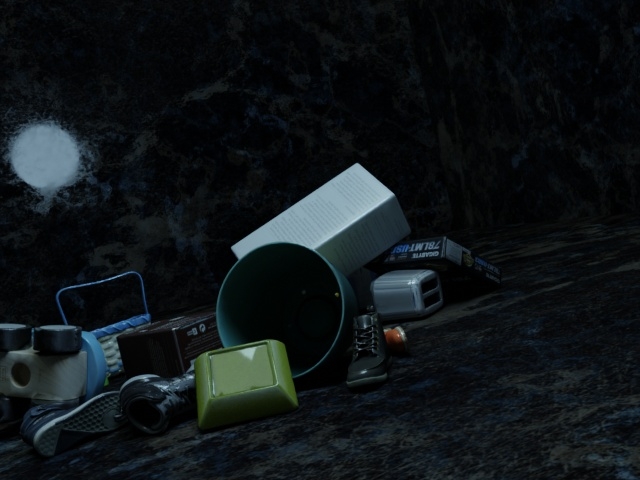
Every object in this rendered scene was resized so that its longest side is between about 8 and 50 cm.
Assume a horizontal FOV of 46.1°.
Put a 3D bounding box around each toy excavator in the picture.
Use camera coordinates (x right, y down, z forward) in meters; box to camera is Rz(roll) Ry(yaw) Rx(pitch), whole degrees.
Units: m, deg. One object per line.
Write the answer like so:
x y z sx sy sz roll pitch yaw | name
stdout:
-0.691 0.312 1.931 0.433 0.222 0.445 1 -2 19 | toy excavator

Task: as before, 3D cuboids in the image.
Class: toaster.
0.237 0.147 2.057 0.147 0.129 0.227 -8 2 33 | toaster

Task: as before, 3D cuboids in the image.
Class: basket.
-0.630 0.256 2.237 0.255 0.288 0.201 -13 3 -26 | basket

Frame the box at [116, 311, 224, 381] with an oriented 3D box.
-0.343 0.276 1.790 0.203 0.167 0.168 -11 4 34 | box

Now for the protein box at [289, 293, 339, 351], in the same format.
-0.028 0.212 1.914 0.201 0.135 0.200 -13 2 14 | protein box

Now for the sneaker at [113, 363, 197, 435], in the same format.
-0.280 0.319 1.506 0.269 0.101 0.153 -11 11 -1 | sneaker

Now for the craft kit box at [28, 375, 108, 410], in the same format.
-0.763 0.418 2.087 0.247 0.060 0.250 -6 7 42 | craft kit box

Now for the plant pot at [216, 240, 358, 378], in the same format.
-0.048 0.165 1.670 0.293 0.292 0.235 -12 -14 18 | plant pot

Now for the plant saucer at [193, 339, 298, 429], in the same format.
-0.150 0.262 1.449 0.188 0.045 0.188 -11 36 -6 | plant saucer

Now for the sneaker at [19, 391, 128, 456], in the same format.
-0.514 0.370 1.579 0.226 0.086 0.163 -17 8 -38 | sneaker

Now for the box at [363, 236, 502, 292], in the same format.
0.327 0.080 2.197 0.296 0.073 0.293 -8 -27 43 | box

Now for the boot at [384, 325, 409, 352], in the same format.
0.141 0.231 1.665 0.085 0.059 0.158 -17 -4 -18 | boot

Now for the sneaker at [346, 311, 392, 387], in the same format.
0.087 0.217 1.509 0.083 0.118 0.222 -12 3 12 | sneaker

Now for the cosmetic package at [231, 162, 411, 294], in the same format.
0.000 0.000 2.142 0.453 0.161 0.230 -33 39 -6 | cosmetic package

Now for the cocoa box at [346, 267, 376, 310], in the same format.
0.003 0.125 2.460 0.228 0.231 0.347 -15 4 -25 | cocoa box
